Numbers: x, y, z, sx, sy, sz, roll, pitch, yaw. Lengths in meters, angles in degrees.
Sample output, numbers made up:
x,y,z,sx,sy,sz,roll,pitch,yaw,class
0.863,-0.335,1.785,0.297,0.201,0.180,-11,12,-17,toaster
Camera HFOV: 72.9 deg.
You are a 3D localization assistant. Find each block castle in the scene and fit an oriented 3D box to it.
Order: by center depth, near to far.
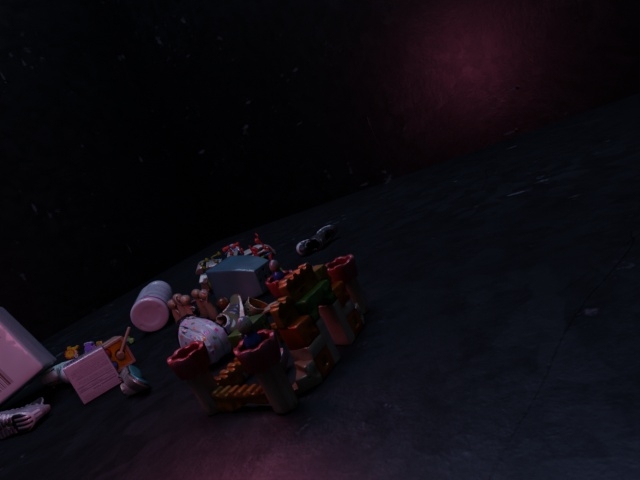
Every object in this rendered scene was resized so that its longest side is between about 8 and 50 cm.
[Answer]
x,y,z,sx,sy,sz,roll,pitch,yaw,class
-0.102,0.188,1.034,0.303,0.212,0.453,-16,13,35,block castle

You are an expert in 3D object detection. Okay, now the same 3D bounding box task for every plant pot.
x,y,z,sx,sy,sz,roll,pitch,yaw,class
-0.309,0.157,1.784,0.235,0.165,0.166,-8,18,33,plant pot

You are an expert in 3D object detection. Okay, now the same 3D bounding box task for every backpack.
x,y,z,sx,sy,sz,roll,pitch,yaw,class
-0.339,0.295,1.261,0.182,0.151,0.115,5,34,44,backpack

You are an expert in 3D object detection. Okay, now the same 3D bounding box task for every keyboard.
x,y,z,sx,sy,sz,roll,pitch,yaw,class
-0.684,0.324,2.121,0.180,0.023,0.108,-28,12,-15,keyboard

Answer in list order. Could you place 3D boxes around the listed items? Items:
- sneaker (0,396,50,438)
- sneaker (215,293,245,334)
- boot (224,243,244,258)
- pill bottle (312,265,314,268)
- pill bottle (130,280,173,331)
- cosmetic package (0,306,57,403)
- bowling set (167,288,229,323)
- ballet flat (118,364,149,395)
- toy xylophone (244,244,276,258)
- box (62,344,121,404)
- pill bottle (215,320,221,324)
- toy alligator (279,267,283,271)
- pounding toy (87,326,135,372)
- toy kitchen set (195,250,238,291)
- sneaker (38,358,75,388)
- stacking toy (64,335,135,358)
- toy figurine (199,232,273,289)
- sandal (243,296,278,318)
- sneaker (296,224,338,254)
x,y,z,sx,sy,sz,roll,pitch,yaw,class
-0.986,0.578,1.427,0.229,0.086,0.132,-11,8,18,sneaker
-0.291,0.237,1.386,0.086,0.064,0.192,-1,30,-19,sneaker
-0.490,0.068,2.358,0.086,0.069,0.190,-27,14,-27,boot
-0.034,0.137,1.488,0.078,0.078,0.137,-24,11,0,pill bottle
-0.768,0.293,2.005,0.161,0.160,0.283,-25,18,-5,pill bottle
-1.239,0.454,1.576,0.329,0.327,0.394,-45,9,-26,cosmetic package
-0.478,0.244,1.711,0.200,0.154,0.287,-32,14,-36,bowling set
-0.563,0.428,1.295,0.068,0.072,0.213,-58,23,-19,ballet flat
-0.395,0.107,2.382,0.323,0.081,0.236,-27,13,-18,toy xylophone
-0.739,0.432,1.408,0.126,0.137,0.072,-30,11,-27,box
-0.362,0.306,1.409,0.117,0.065,0.065,-24,11,4,pill bottle
-0.192,0.134,1.903,0.056,0.051,0.190,-32,13,-33,toy alligator
-0.739,0.404,1.564,0.100,0.130,0.141,-13,15,44,pounding toy
-0.520,0.162,2.236,0.207,0.165,0.122,-5,36,1,toy kitchen set
-0.985,0.517,1.636,0.151,0.094,0.256,-22,0,-22,sneaker
-0.899,0.439,1.783,0.222,0.052,0.167,-8,-6,-7,stacking toy
-0.411,0.138,2.029,0.363,0.191,0.217,-24,16,6,toy figurine
-0.214,0.220,1.465,0.240,0.079,0.088,-22,11,12,sandal
0.000,0.000,2.090,0.234,0.078,0.106,-31,15,-18,sneaker
